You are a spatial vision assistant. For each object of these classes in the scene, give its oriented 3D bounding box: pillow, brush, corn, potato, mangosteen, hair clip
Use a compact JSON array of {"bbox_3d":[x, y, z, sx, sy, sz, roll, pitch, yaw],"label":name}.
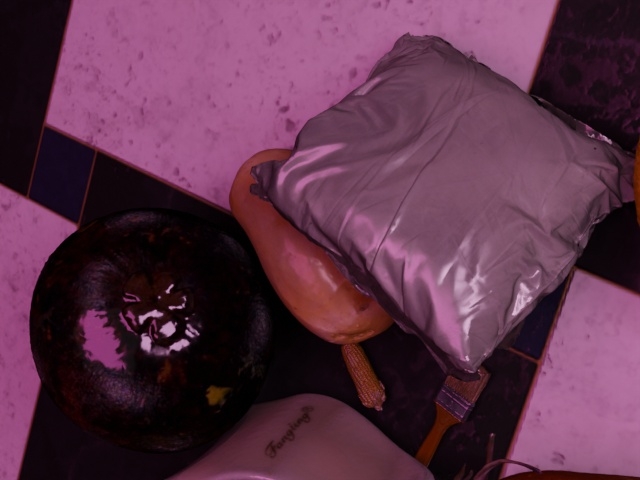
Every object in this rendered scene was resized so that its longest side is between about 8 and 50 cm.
[{"bbox_3d":[0.121,-0.055,1.171,0.283,0.138,0.310,-41,64,-17],"label":"pillow"},{"bbox_3d":[0.126,0.197,1.301,0.043,0.014,0.170,37,114,28],"label":"brush"},{"bbox_3d":[0.048,0.147,1.344,0.028,0.027,0.083,-44,66,51],"label":"corn"},{"bbox_3d":[0.000,0.000,1.295,0.234,0.146,0.150,59,166,17],"label":"potato"},{"bbox_3d":[-0.186,0.103,1.378,0.288,0.288,0.288,2,94,35],"label":"mangosteen"},{"bbox_3d":[-0.018,0.244,1.322,0.282,0.172,0.113,23,125,22],"label":"hair clip"}]

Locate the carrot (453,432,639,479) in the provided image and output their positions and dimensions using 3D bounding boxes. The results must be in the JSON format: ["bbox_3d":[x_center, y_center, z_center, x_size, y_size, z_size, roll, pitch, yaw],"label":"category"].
[{"bbox_3d":[0.222,0.302,1.123,0.331,0.193,0.214,-8,129,39],"label":"carrot"}]

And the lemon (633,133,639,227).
[{"bbox_3d":[0.353,-0.056,1.017,0.188,0.188,0.256,11,97,35],"label":"lemon"}]
